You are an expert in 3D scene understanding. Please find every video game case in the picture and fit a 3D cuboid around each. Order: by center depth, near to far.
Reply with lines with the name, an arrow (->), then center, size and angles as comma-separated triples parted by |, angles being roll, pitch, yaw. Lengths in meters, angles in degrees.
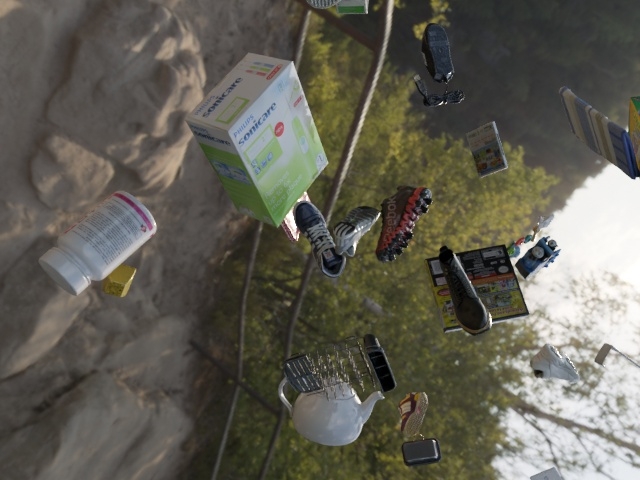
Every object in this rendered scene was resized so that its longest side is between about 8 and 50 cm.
video game case -> 0.422, -0.230, 1.404 | 0.011, 0.121, 0.087 | -12, 175, -37
video game case -> 0.499, 0.152, 1.782 | 0.275, 0.248, 0.035 | -10, 156, -2

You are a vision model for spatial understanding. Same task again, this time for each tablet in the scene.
tablet -> 0.568, 0.605, 1.381 | 0.083, 0.054, 0.006 | -9, 150, -23

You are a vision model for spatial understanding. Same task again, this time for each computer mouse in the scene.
computer mouse -> 0.342, -0.540, 1.731 | 0.184, 0.261, 0.060 | -24, -171, -31

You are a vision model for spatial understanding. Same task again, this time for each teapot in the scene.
teapot -> 0.027, 0.538, 1.820 | 0.256, 0.253, 0.186 | 2, 102, -40

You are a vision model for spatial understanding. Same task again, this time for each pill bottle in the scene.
pill bottle -> -0.604, 0.007, 1.506 | 0.283, 0.160, 0.160 | -49, 169, -31

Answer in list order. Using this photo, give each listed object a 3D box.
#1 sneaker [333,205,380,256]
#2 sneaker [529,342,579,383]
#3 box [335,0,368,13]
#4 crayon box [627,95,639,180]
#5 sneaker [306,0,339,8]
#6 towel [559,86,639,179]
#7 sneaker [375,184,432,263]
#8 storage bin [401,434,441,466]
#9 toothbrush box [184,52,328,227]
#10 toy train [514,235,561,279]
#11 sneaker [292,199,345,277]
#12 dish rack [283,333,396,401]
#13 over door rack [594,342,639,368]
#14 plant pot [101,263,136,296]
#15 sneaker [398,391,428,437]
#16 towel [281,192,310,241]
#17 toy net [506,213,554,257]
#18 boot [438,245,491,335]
sneaker -> 0.111, -0.021, 1.810 | 0.229, 0.086, 0.132 | -32, 138, -44
sneaker -> 0.778, 0.428, 1.857 | 0.115, 0.232, 0.090 | -41, -148, 22
box -> 0.101, -0.784, 1.746 | 0.087, 0.101, 0.101 | 61, 33, -74
crayon box -> 0.930, -0.280, 1.546 | 0.278, 0.081, 0.165 | -65, 146, -51
sneaker -> 0.098, -0.790, 1.504 | 0.366, 0.149, 0.135 | -15, 157, 35
towel -> 0.788, -0.309, 1.562 | 0.034, 0.285, 0.209 | -36, 131, 11
sneaker -> 0.239, -0.061, 1.764 | 0.275, 0.135, 0.098 | -60, 147, -4
storage bin -> 0.348, 0.728, 1.924 | 0.091, 0.135, 0.098 | 63, 17, -61
toothbrush box -> -0.117, -0.200, 1.132 | 0.206, 0.122, 0.283 | -54, 146, -24
toy train -> 0.708, 0.055, 1.796 | 0.105, 0.080, 0.184 | -28, 158, -10
sneaker -> 0.000, 0.000, 1.878 | 0.099, 0.282, 0.153 | -27, -159, -7
dish rack -> 0.046, 0.346, 1.445 | 0.272, 0.074, 0.208 | -17, 133, 6
over door rack -> 0.842, 0.302, 1.281 | 0.325, 0.240, 0.108 | 17, 92, -35
plant pot -> -0.608, 0.124, 1.651 | 0.081, 0.081, 0.083 | -62, -159, 19
sneaker -> 0.293, 0.581, 1.836 | 0.084, 0.069, 0.185 | -13, -160, 37
towel -> -0.097, -0.126, 2.090 | 0.275, 0.031, 0.198 | 67, 40, -68
toy net -> 0.784, -0.025, 2.087 | 0.232, 0.045, 0.122 | -49, 145, 11
boot -> 0.323, 0.115, 1.281 | 0.077, 0.137, 0.197 | -27, -150, 7
